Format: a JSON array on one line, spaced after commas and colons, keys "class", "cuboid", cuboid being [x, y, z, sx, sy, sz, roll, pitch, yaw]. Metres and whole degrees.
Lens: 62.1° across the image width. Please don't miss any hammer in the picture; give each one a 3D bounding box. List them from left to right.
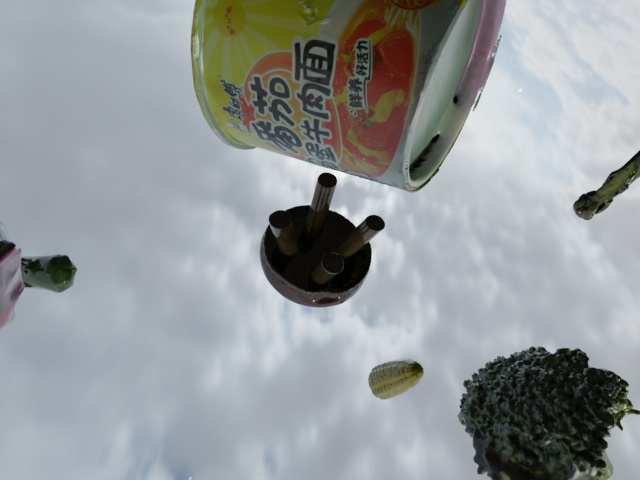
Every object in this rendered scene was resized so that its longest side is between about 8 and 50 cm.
[{"class": "hammer", "cuboid": [-0.495, 0.054, 0.835, 0.119, 0.335, 0.207, -13, -81, -55]}]

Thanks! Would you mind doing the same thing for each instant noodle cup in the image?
[{"class": "instant noodle cup", "cuboid": [0.038, -0.175, 0.496, 0.200, 0.264, 0.264, 27, -136, 21]}]

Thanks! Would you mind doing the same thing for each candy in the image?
[{"class": "candy", "cuboid": [0.207, 0.359, 1.408, 0.106, 0.199, 0.094, -7, -112, -28]}]

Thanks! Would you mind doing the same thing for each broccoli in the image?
[{"class": "broccoli", "cuboid": [0.325, 0.290, 0.765, 0.243, 0.263, 0.247, 44, -137, -24]}]

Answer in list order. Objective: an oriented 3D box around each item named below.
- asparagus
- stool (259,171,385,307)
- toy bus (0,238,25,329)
[{"class": "asparagus", "cuboid": [0.183, -0.056, 0.277, 0.015, 0.127, 0.018, 43, -147, 9]}, {"class": "stool", "cuboid": [0.000, 0.000, 1.216, 0.272, 0.178, 0.272, 6, -122, -10]}, {"class": "toy bus", "cuboid": [-0.445, 0.026, 0.535, 0.273, 0.090, 0.112, 15, -141, 4]}]
